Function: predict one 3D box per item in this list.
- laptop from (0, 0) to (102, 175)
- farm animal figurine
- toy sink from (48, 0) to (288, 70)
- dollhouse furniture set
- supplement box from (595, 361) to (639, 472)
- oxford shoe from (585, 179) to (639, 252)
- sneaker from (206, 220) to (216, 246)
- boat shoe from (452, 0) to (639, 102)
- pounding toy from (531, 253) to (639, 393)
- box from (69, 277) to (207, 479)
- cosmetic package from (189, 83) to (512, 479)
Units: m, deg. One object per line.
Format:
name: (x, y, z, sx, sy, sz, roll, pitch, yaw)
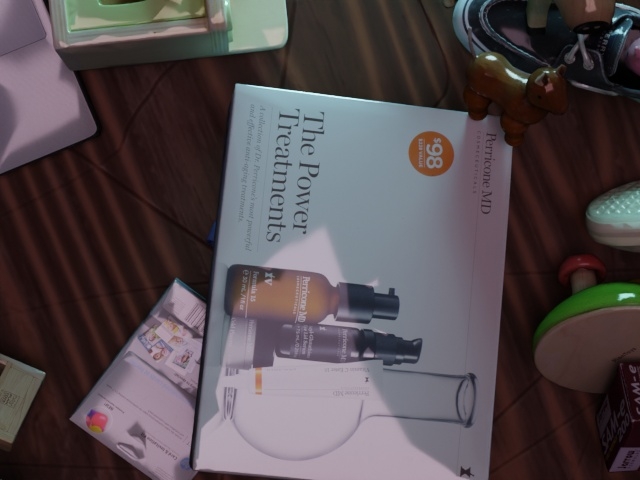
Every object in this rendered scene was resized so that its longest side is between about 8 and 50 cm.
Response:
laptop: (-0.481, -0.203, 1.236, 0.408, 0.236, 0.382, -22, 95, -2)
farm animal figurine: (0.271, -0.256, 1.225, 0.330, 0.172, 0.326, -20, 63, -5)
toy sink: (-0.152, -0.266, 1.295, 0.234, 0.131, 0.152, -6, 88, -4)
dollhouse furniture set: (-0.339, 0.234, 1.349, 0.129, 0.129, 0.183, 24, 62, -5)
supplement box: (0.426, 0.182, 1.365, 0.239, 0.130, 0.073, -3, 56, -2)
oxford shoe: (0.504, -0.007, 1.358, 0.449, 0.169, 0.130, -3, 114, -4)
sneaker: (0.000, 0.000, 1.364, 0.232, 0.081, 0.090, 16, 79, -4)
boat shoe: (0.289, -0.203, 1.350, 0.301, 0.102, 0.108, 20, 92, -5)
pounding toy: (0.336, 0.066, 1.358, 0.237, 0.183, 0.110, -19, 51, 26)
box: (-0.153, 0.157, 1.379, 0.145, 0.038, 0.186, 37, 90, -5)
cosmetic package: (0.032, 0.051, 1.272, 0.284, 0.097, 0.377, 6, 81, -8)
